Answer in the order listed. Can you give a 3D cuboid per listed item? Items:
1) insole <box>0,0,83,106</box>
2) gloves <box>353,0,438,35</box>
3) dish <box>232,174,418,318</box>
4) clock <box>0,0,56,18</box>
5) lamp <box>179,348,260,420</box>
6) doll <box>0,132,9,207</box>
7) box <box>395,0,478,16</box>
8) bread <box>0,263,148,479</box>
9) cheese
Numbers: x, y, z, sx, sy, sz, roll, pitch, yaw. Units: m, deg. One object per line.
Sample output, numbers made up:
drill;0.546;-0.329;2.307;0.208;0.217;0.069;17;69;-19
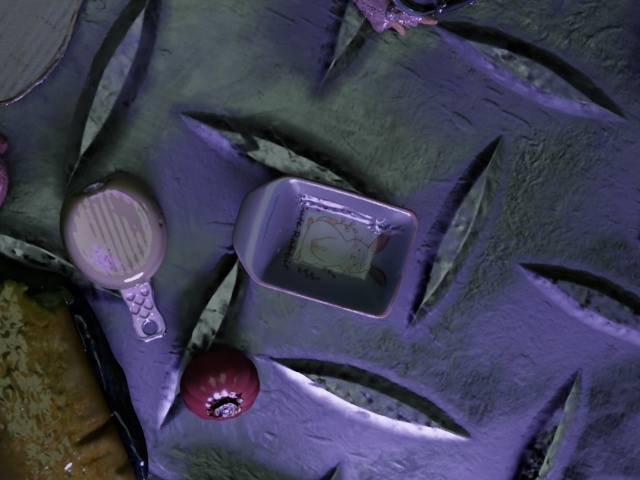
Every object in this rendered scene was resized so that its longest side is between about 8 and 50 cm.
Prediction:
insole;-0.330;-0.320;1.449;0.119;0.009;0.348;36;92;-12
gloves;0.088;-0.330;1.502;0.144;0.094;0.110;8;86;0
dish;0.000;0.000;1.549;0.234;0.064;0.154;17;96;-10
clock;-0.380;-0.322;1.468;0.101;0.041;0.135;17;96;-11
lamp;-0.134;0.193;1.546;0.108;0.092;0.107;-10;133;-11
doll;-0.490;-0.139;1.451;0.201;0.156;0.303;-40;80;40
box;0.140;-0.415;1.422;0.163;0.135;0.243;-23;83;-30
bread;-0.375;0.218;1.473;0.251;0.208;0.376;-19;104;1
cheese;-0.256;0.026;1.522;0.137;0.064;0.227;-19;99;0
